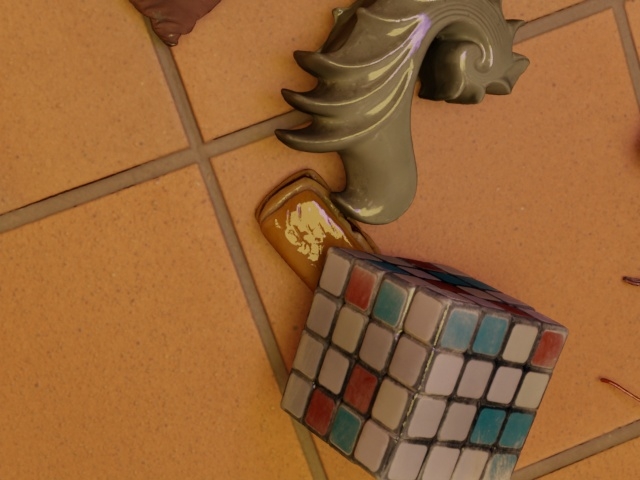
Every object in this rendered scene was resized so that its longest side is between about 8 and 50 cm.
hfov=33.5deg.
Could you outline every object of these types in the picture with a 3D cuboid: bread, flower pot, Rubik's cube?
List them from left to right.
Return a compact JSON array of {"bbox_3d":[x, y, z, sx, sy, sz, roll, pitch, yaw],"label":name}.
[{"bbox_3d":[0.000,0.000,1.550,0.116,0.077,0.200,-38,103,7],"label":"bread"},{"bbox_3d":[0.102,-0.223,1.477,0.254,0.164,0.367,42,87,-19],"label":"flower pot"},{"bbox_3d":[0.137,0.174,1.465,0.256,0.253,0.259,12,99,-39],"label":"Rubik's cube"}]

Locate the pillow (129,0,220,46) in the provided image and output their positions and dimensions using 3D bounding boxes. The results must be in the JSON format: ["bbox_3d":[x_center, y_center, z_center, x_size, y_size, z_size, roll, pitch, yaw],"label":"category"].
[{"bbox_3d":[-0.199,-0.413,1.436,0.223,0.084,0.236,-46,106,-2],"label":"pillow"}]

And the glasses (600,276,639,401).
[{"bbox_3d":[0.594,0.179,1.657,0.268,0.118,0.234,10,99,-11],"label":"glasses"}]
